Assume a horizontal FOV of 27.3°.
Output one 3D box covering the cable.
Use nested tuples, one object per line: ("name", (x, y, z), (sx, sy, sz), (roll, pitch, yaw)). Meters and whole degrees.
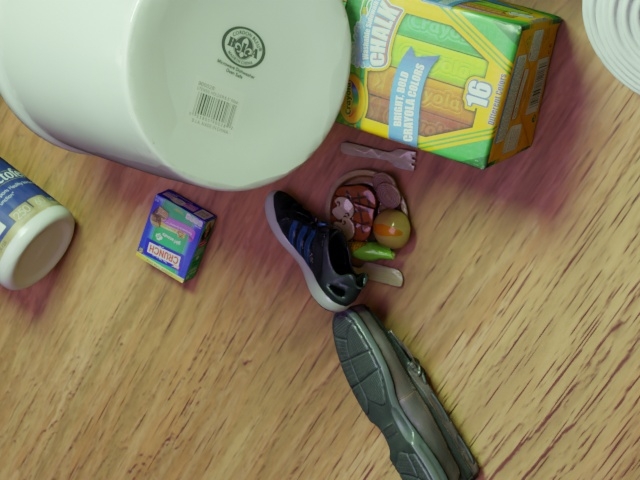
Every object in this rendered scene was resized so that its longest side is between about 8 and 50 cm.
("cable", (0.425, -0.262, 1.489), (0.257, 0.089, 0.257), (-17, 117, 37))

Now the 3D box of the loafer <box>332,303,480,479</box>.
("loafer", (0.118, 0.219, 1.816), (0.303, 0.095, 0.109), (63, 150, 5))

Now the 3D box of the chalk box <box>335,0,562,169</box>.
("chalk box", (0.123, -0.224, 1.639), (0.289, 0.179, 0.180), (19, 110, 22))

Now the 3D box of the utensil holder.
("utensil holder", (-0.191, -0.242, 1.627), (0.385, 0.327, 0.328), (18, 113, 53))

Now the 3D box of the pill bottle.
("pill bottle", (-0.521, -0.056, 2.020), (0.264, 0.153, 0.153), (36, 116, 14))

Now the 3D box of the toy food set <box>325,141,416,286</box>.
("toy food set", (0.063, -0.035, 1.795), (0.132, 0.038, 0.192), (12, 107, 24))

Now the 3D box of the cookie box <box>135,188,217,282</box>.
("cookie box", (-0.213, -0.006, 1.940), (0.092, 0.040, 0.107), (29, 114, 17))

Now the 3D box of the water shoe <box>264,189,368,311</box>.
("water shoe", (0.000, 0.000, 1.801), (0.080, 0.073, 0.203), (-45, 66, 31))
